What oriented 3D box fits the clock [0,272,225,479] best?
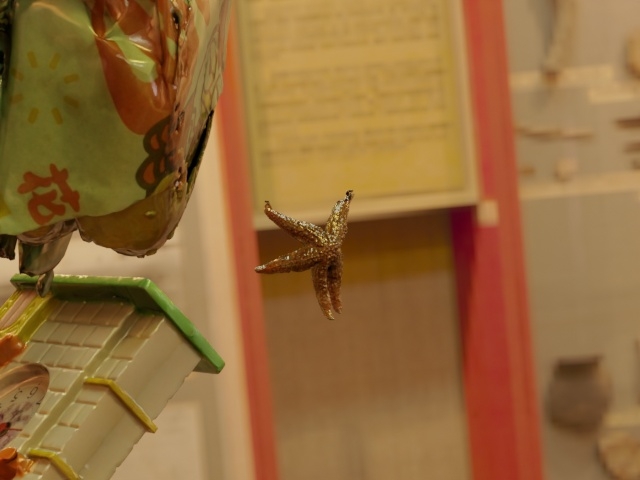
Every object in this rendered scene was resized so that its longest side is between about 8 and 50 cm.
[{"bbox_3d":[-0.237,0.154,1.567,0.220,0.106,0.255,-1,46,52],"label":"clock"}]

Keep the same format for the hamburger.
[{"bbox_3d":[-0.107,-0.067,0.929,0.125,0.235,0.214,11,20,10],"label":"hamburger"}]

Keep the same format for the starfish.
[{"bbox_3d":[0.001,-0.001,1.947,0.133,0.130,0.041,38,-13,-17],"label":"starfish"}]
